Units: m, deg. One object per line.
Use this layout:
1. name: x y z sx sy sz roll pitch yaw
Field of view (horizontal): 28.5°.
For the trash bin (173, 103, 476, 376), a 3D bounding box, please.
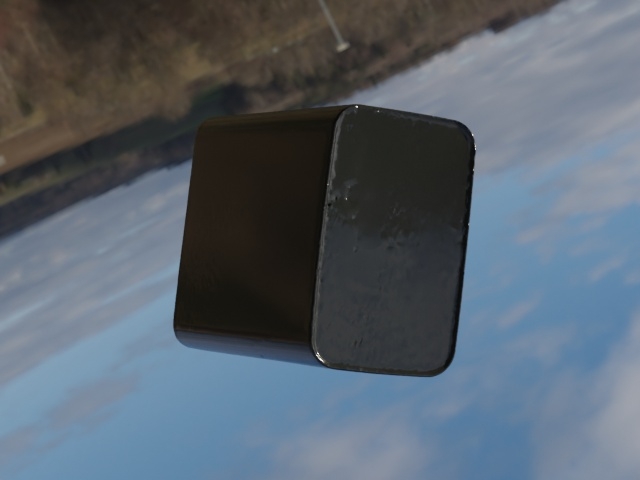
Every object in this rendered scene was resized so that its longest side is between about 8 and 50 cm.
1. trash bin: 0.000 0.000 0.802 0.115 0.165 0.225 8 177 -24
